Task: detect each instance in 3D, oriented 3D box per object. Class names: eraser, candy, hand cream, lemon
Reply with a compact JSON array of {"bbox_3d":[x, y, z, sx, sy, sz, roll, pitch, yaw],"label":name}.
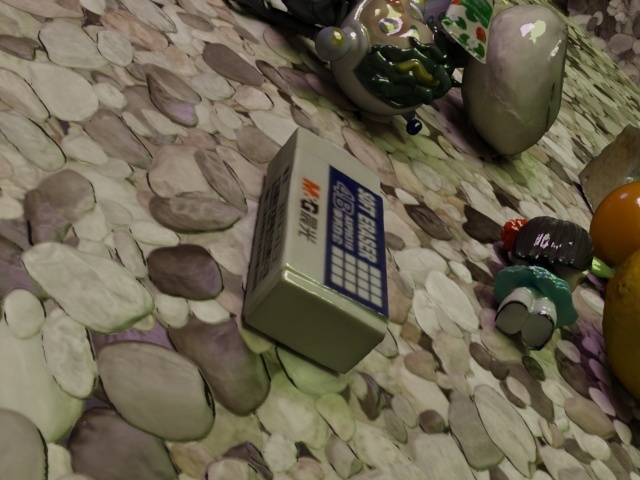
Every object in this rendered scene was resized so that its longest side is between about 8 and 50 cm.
[{"bbox_3d":[0.000,0.000,0.880,0.124,0.081,0.278,30,32,-18],"label":"eraser"},{"bbox_3d":[0.347,-0.290,1.509,0.185,0.295,0.295,13,25,18],"label":"candy"},{"bbox_3d":[0.242,-0.379,1.309,0.095,0.059,0.276,37,45,-19],"label":"hand cream"},{"bbox_3d":[0.525,0.120,1.139,0.293,0.293,0.293,29,32,-20],"label":"lemon"}]

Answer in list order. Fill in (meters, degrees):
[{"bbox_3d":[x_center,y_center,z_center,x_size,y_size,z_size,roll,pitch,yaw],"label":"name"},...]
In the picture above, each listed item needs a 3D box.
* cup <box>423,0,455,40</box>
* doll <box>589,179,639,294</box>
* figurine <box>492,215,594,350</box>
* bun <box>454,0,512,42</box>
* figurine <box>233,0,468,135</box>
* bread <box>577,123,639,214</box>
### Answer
[{"bbox_3d":[0.175,-0.391,1.472,0.202,0.167,0.220,-21,99,-20],"label":"cup"},{"bbox_3d":[0.536,0.019,1.399,0.236,0.213,0.213,-40,80,-17],"label":"doll"},{"bbox_3d":[0.298,0.046,1.147,0.138,0.110,0.245,27,35,11],"label":"figurine"},{"bbox_3d":[0.368,-0.516,1.932,0.231,0.133,0.231,31,30,-21],"label":"bun"},{"bbox_3d":[0.059,-0.343,1.279,0.261,0.186,0.382,-39,84,-28],"label":"figurine"},{"bbox_3d":[0.585,-0.112,1.660,0.064,0.172,0.231,25,77,-26],"label":"bread"}]
